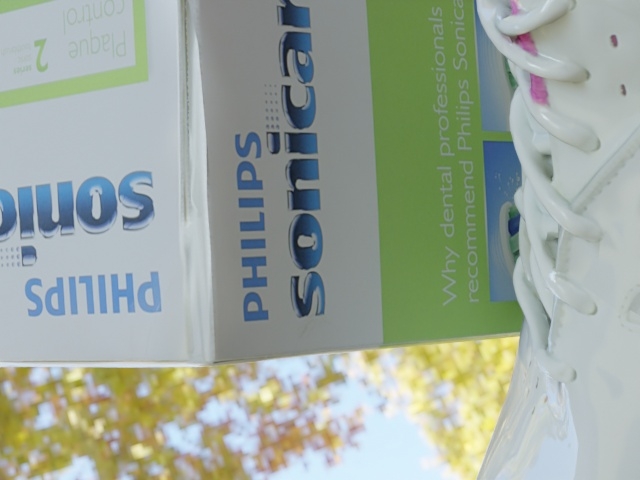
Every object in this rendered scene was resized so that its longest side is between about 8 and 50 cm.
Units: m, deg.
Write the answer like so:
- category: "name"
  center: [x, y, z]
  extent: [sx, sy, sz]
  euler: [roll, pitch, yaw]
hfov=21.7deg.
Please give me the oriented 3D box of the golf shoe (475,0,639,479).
- category: "golf shoe"
  center: [0.081, -0.039, 0.382]
  extent: [0.140, 0.115, 0.306]
  euler: [15, -65, -18]

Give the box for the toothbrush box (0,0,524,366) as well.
- category: "toothbrush box"
  center: [-0.001, -0.025, 0.553]
  extent: [0.283, 0.122, 0.206]
  euler: [-4, 0, -44]
